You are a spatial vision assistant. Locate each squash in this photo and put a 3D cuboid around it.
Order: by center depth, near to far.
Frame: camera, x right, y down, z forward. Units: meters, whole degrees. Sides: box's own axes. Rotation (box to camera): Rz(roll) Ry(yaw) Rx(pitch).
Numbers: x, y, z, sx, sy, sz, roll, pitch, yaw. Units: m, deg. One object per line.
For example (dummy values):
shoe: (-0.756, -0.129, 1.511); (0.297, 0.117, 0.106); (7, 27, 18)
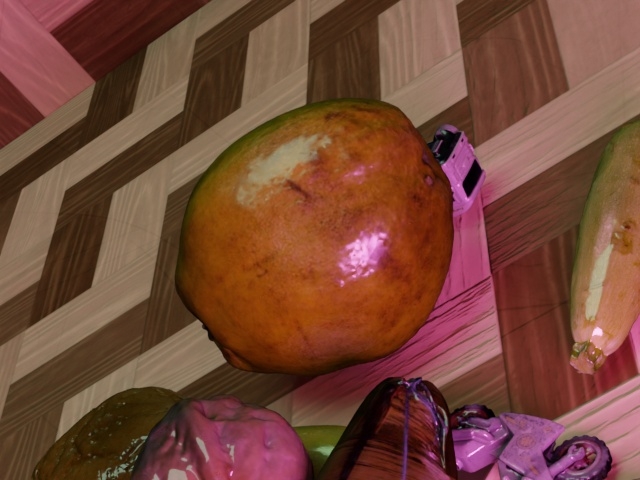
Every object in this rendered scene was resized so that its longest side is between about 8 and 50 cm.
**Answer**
squash: (0.359, -0.004, 1.849); (0.118, 0.118, 0.370); (-17, 37, 41)
squash: (0.007, 0.271, 1.855); (0.187, 0.123, 0.123); (-13, 38, 40)

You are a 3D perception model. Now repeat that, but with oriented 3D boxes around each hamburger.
hamburger: (-0.287, 0.315, 2.233); (0.265, 0.134, 0.285); (-48, 29, -8)

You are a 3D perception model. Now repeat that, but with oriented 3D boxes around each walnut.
walnut: (-0.110, 0.274, 1.729); (0.224, 0.224, 0.224); (-32, 28, 19)

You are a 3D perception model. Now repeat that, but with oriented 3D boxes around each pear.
pear: (0.000, 0.000, 2.087); (0.413, 0.352, 0.352); (-39, 25, 23)

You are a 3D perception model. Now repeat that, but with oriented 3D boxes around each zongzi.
zongzi: (0.132, 0.302, 1.628); (0.300, 0.138, 0.286); (22, 52, 18)

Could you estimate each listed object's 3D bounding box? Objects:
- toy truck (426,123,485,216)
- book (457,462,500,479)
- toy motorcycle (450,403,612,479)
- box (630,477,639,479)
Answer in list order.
toy truck: (0.117, -0.071, 2.271); (0.253, 0.124, 0.114); (-17, 29, 38)
book: (0.087, 0.307, 1.850); (0.289, 0.026, 0.201); (-3, 47, 51)
toy motorcycle: (0.209, 0.246, 1.708); (0.215, 0.080, 0.122); (12, 49, 42)
box: (0.317, 0.304, 1.466); (0.146, 0.088, 0.200); (-42, 27, -2)
